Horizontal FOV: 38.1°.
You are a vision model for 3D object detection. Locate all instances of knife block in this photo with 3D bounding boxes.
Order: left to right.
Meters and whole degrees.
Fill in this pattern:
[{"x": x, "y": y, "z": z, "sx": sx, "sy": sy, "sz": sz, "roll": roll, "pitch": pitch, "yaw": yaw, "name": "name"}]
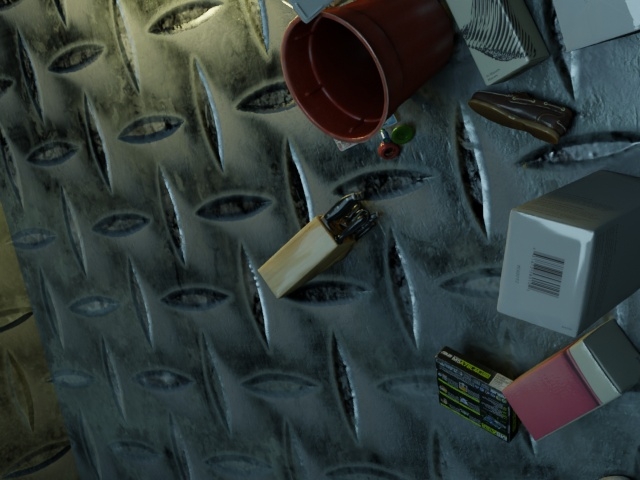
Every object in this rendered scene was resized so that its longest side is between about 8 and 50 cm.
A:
[{"x": 0.000, "y": 0.000, "z": 2.128, "sx": 0.088, "sy": 0.276, "sz": 0.242, "roll": 54, "pitch": 161, "yaw": 13, "name": "knife block"}]

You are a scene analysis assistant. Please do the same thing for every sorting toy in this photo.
[{"x": 0.158, "y": -0.226, "z": 2.038, "sx": 0.102, "sy": 0.061, "sz": 0.042, "roll": -52, "pitch": 36, "yaw": 32, "name": "sorting toy"}]

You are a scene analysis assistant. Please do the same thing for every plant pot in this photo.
[{"x": 0.109, "y": -0.372, "z": 1.849, "sx": 0.272, "sy": 0.265, "sz": 0.272, "roll": 30, "pitch": 139, "yaw": 30, "name": "plant pot"}]

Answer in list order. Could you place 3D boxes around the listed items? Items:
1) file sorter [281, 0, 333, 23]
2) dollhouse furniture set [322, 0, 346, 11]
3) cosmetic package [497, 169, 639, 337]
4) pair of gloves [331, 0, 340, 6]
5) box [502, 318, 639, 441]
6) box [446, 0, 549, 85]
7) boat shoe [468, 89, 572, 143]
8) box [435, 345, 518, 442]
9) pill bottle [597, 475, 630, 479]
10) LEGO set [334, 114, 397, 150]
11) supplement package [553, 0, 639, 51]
[{"x": -0.002, "y": -0.577, "z": 1.707, "sx": 0.193, "sy": 0.278, "sz": 0.173, "roll": 49, "pitch": 179, "yaw": -31, "name": "file sorter"}, {"x": -0.012, "y": -0.634, "z": 1.892, "sx": 0.197, "sy": 0.151, "sz": 0.301, "roll": -32, "pitch": 87, "yaw": -1, "name": "dollhouse furniture set"}, {"x": 0.472, "y": 0.011, "z": 1.629, "sx": 0.155, "sy": 0.365, "sz": 0.197, "roll": 18, "pitch": 113, "yaw": 34, "name": "cosmetic package"}, {"x": 0.054, "y": -0.615, "z": 1.867, "sx": 0.042, "sy": 0.204, "sz": 0.240, "roll": 7, "pitch": 127, "yaw": 59, "name": "pair of gloves"}, {"x": 0.504, "y": 0.278, "z": 1.842, "sx": 0.232, "sy": 0.149, "sz": 0.127, "roll": -44, "pitch": 74, "yaw": 40, "name": "box"}, {"x": 0.323, "y": -0.446, "z": 1.782, "sx": 0.113, "sy": 0.094, "sz": 0.275, "roll": -29, "pitch": 86, "yaw": 43, "name": "box"}, {"x": 0.392, "y": -0.255, "z": 1.815, "sx": 0.207, "sy": 0.073, "sz": 0.073, "roll": 27, "pitch": 84, "yaw": 28, "name": "boat shoe"}, {"x": 0.343, "y": 0.337, "z": 2.029, "sx": 0.191, "sy": 0.045, "sz": 0.184, "roll": 26, "pitch": 148, "yaw": 32, "name": "box"}, {"x": 0.611, "y": 0.567, "z": 1.894, "sx": 0.086, "sy": 0.086, "sz": 0.152, "roll": -12, "pitch": 97, "yaw": 43, "name": "pill bottle"}, {"x": 0.095, "y": -0.325, "z": 2.072, "sx": 0.244, "sy": 0.060, "sz": 0.182, "roll": -23, "pitch": 102, "yaw": 44, "name": "LEGO set"}, {"x": 0.496, "y": -0.440, "z": 1.560, "sx": 0.149, "sy": 0.203, "sz": 0.194, "roll": -11, "pitch": 98, "yaw": 42, "name": "supplement package"}]
